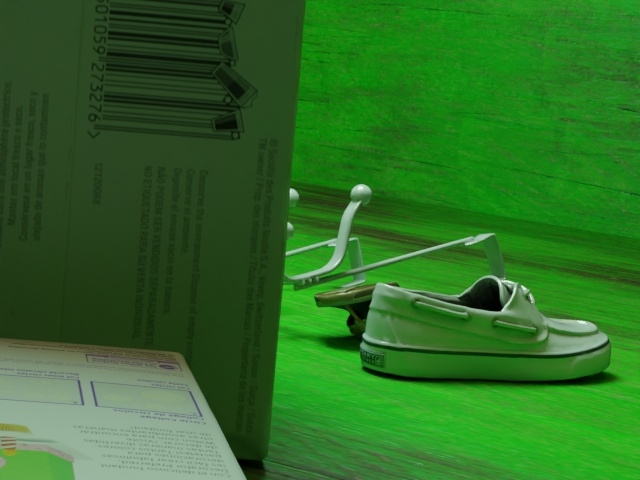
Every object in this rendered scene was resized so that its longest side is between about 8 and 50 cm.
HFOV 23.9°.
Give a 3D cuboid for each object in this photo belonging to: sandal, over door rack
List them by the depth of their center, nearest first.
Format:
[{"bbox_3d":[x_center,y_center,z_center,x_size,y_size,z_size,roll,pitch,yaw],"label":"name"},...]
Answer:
[{"bbox_3d":[0.051,0.072,1.473,0.072,0.049,0.180,-12,-14,18],"label":"sandal"},{"bbox_3d":[0.000,0.000,1.600,0.324,0.108,0.239,1,-1,-42],"label":"over door rack"}]

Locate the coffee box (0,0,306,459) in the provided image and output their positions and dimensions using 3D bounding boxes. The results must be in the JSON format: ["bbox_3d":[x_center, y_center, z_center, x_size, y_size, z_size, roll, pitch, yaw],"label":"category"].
[{"bbox_3d":[-0.200,-0.059,1.088,0.338,0.338,0.334,5,6,-7],"label":"coffee box"}]

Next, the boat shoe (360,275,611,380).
[{"bbox_3d":[0.157,0.075,1.373,0.267,0.088,0.096,3,8,-25],"label":"boat shoe"}]

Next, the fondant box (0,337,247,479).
[{"bbox_3d":[-0.163,0.119,0.675,0.238,0.096,0.330,5,6,-12],"label":"fondant box"}]
